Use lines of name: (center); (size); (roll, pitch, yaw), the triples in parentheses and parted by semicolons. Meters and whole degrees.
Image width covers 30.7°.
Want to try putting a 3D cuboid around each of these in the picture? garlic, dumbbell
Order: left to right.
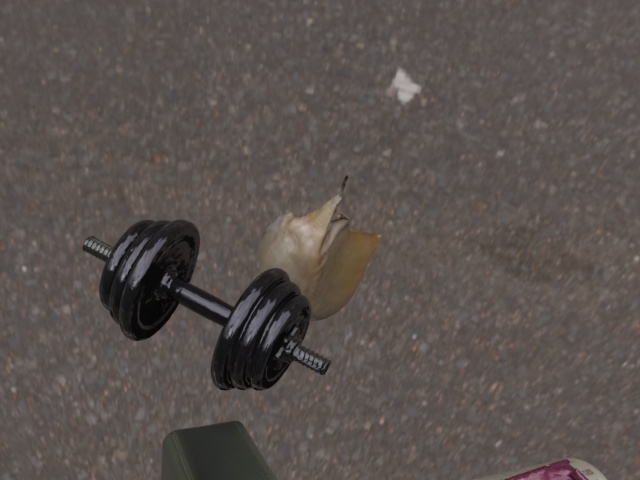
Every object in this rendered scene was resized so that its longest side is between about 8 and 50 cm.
dumbbell: (-0.085, 0.046, 0.855); (0.208, 0.099, 0.099); (26, 63, 15)
garlic: (-0.012, 0.007, 1.774); (0.196, 0.338, 0.151); (-44, 71, -2)

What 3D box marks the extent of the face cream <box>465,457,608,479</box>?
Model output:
face cream: (0.242, 0.394, 1.731); (0.348, 0.173, 0.081); (-8, 89, -20)

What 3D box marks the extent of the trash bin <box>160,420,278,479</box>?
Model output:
trash bin: (-0.099, 0.335, 1.311); (0.122, 0.164, 0.240); (-6, 32, -22)

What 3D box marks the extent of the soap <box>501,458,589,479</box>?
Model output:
soap: (0.338, 0.441, 1.548); (0.182, 0.112, 0.289); (-16, 76, -4)
